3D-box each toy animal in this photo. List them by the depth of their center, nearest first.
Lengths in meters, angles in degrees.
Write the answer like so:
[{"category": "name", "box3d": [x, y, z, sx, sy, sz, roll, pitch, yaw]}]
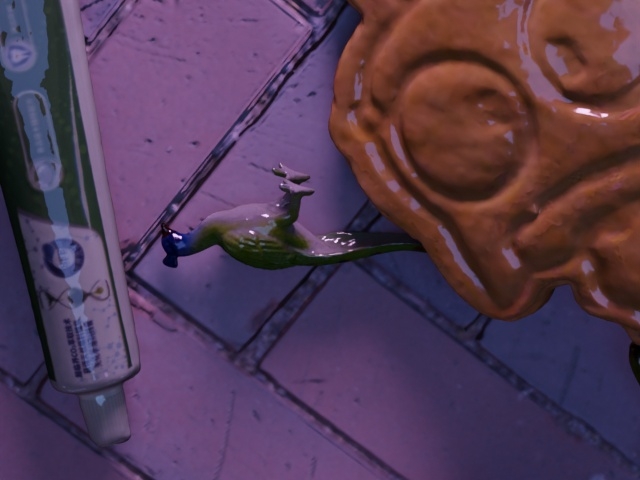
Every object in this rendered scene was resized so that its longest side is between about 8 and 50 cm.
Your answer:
[{"category": "toy animal", "box3d": [0.000, -0.014, 1.270, 0.217, 0.041, 0.075, -1, 124, -6]}]

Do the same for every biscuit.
[{"category": "biscuit", "box3d": [0.139, -0.090, 1.208, 0.269, 0.051, 0.376, -33, 92, 23]}]

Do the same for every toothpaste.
[{"category": "toothpaste", "box3d": [-0.182, -0.045, 1.242, 0.099, 0.061, 0.392, -11, 102, -2]}]

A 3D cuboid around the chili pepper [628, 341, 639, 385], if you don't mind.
[{"category": "chili pepper", "box3d": [0.376, 0.173, 1.342, 0.368, 0.092, 0.137, 12, 84, -15]}]
